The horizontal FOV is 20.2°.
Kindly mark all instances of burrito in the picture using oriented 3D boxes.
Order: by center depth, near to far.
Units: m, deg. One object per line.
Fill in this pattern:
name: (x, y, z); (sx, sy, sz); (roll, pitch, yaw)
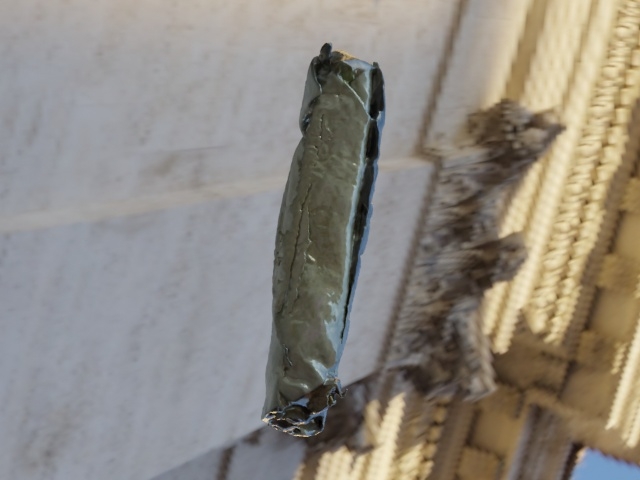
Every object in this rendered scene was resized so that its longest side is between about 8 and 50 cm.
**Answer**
burrito: (0.000, 0.000, 0.856); (0.045, 0.041, 0.185); (12, -98, -12)
